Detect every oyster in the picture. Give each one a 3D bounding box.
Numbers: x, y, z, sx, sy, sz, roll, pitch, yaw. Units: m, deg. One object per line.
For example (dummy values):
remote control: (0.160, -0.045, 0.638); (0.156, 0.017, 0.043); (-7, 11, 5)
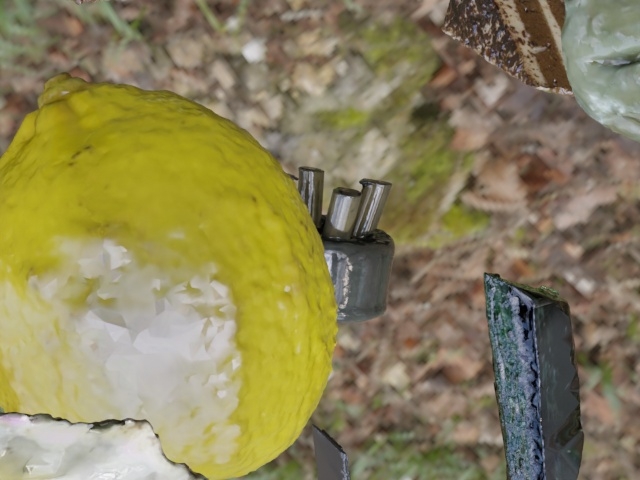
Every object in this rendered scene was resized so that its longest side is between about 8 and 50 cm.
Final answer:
oyster: (-0.121, 0.134, 0.688); (0.072, 0.209, 0.133); (6, 84, 50)

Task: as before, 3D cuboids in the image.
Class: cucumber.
cucumber: (0.173, 0.124, 1.263); (0.046, 0.070, 0.220); (23, 124, 58)

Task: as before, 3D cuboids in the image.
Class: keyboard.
keyboard: (0.020, 0.316, 2.087); (0.074, 0.015, 0.196); (44, 151, 41)

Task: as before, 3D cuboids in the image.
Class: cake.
cake: (0.245, -0.235, 2.045); (0.246, 0.112, 0.135); (69, 149, 32)

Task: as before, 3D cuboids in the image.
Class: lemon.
lemon: (-0.121, 0.033, 1.177); (0.268, 0.268, 0.322); (7, 117, 42)

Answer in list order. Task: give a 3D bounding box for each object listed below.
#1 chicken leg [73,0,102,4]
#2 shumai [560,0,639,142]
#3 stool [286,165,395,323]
chicken leg: (-0.172, -0.358, 1.707); (0.304, 0.093, 0.113); (-43, 44, 25)
shumai: (0.278, -0.182, 1.109); (0.261, 0.222, 0.225); (-17, 79, 16)
stool: (-0.009, -0.001, 1.663); (0.228, 0.153, 0.139); (-142, 58, -68)
